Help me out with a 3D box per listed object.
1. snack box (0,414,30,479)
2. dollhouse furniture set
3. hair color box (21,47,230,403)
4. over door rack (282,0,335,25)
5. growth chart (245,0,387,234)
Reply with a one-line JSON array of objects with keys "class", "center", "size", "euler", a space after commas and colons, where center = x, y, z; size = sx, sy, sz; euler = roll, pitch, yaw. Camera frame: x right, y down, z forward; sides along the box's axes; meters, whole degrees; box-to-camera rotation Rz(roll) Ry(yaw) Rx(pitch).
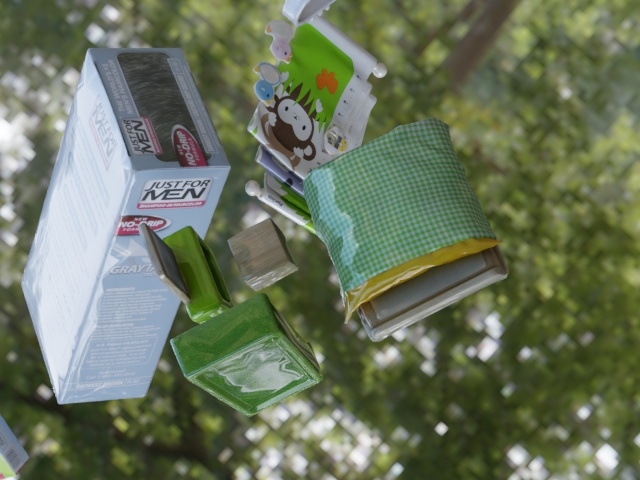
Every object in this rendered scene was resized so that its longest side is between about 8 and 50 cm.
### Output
[{"class": "snack box", "center": [-0.406, 0.210, 2.170], "size": [0.141, 0.100, 0.037], "euler": [60, -146, -18]}, {"class": "dollhouse furniture set", "center": [0.000, 0.000, 1.791], "size": [0.197, 0.301, 0.151], "euler": [66, -171, 27]}, {"class": "hair color box", "center": [-0.220, -0.011, 2.101], "size": [0.113, 0.374, 0.185], "euler": [-3, -131, -26]}, {"class": "over door rack", "center": [0.003, -0.331, 1.572], "size": [0.239, 0.108, 0.324], "euler": [43, -133, 11]}, {"class": "growth chart", "center": [-0.009, -0.125, 2.025], "size": [0.172, 0.237, 0.021], "euler": [26, 159, -35]}]
